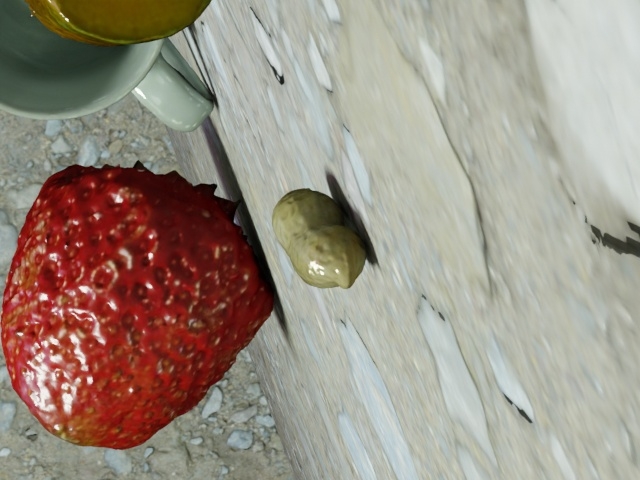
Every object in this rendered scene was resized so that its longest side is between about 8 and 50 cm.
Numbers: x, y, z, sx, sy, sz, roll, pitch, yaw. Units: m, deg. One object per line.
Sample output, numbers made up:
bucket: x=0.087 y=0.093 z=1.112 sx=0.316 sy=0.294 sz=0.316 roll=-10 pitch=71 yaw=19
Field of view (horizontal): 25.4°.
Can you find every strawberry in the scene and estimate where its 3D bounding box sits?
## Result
strawberry: x=-0.182 y=0.067 z=1.355 sx=0.257 sy=0.257 sz=0.277 roll=87 pitch=-157 yaw=-71

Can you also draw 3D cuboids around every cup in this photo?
cup: x=-0.194 y=-0.197 z=1.205 sx=0.258 sy=0.186 sz=0.234 roll=43 pitch=-169 yaw=-17

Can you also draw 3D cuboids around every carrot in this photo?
carrot: x=-0.118 y=-0.163 z=0.798 sx=0.302 sy=0.114 sz=0.114 roll=-146 pitch=36 yaw=-75

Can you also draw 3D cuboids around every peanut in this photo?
peanut: x=0.000 y=0.000 z=0.661 sx=0.083 sy=0.037 sz=0.037 roll=48 pitch=159 yaw=56
